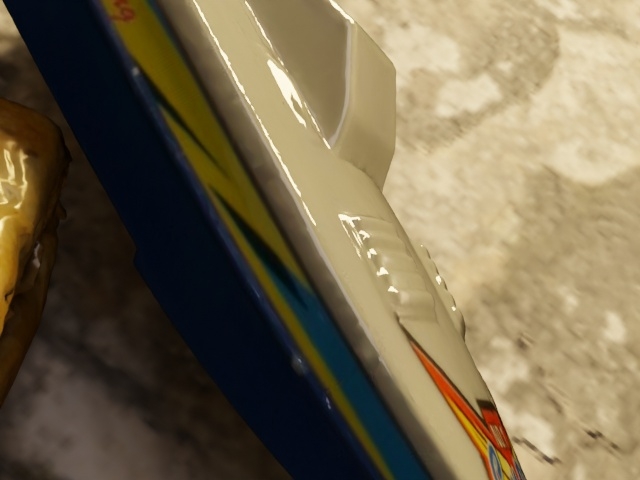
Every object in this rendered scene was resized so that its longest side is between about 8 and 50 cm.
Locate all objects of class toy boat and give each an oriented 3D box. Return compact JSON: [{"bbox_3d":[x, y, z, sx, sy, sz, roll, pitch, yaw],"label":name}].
[{"bbox_3d":[0.000,0.000,0.425,0.088,0.129,0.295,-32,73,9],"label":"toy boat"}]

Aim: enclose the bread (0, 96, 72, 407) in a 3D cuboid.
[{"bbox_3d":[-0.178,-0.010,0.390,0.211,0.083,0.114,19,48,-7],"label":"bread"}]
